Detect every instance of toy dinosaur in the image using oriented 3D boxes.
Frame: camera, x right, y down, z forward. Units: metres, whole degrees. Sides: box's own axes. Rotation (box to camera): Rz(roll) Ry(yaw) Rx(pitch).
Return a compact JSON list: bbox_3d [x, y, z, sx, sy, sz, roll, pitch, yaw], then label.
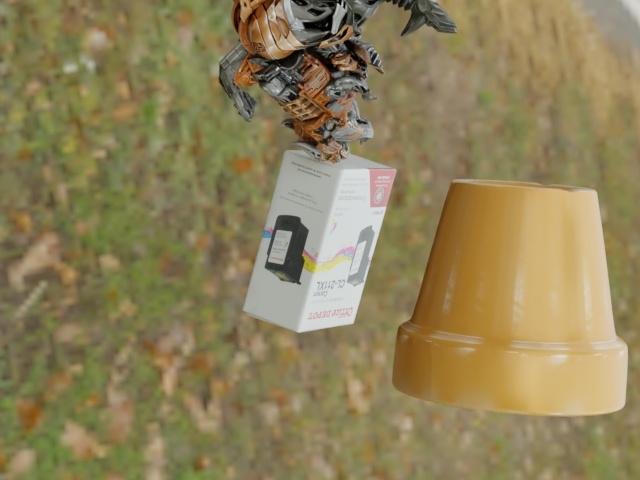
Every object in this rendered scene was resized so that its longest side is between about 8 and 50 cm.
[{"bbox_3d":[-0.005,-0.211,1.706,0.322,0.218,0.164,63,2,-60],"label":"toy dinosaur"}]

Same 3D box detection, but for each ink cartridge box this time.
[{"bbox_3d":[0.000,0.000,1.890,0.127,0.072,0.175,-5,112,-62],"label":"ink cartridge box"}]

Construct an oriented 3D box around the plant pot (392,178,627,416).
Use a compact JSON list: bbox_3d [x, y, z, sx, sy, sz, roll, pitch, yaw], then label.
[{"bbox_3d":[0.172,0.044,1.613,0.205,0.205,0.187,-10,105,-73],"label":"plant pot"}]
